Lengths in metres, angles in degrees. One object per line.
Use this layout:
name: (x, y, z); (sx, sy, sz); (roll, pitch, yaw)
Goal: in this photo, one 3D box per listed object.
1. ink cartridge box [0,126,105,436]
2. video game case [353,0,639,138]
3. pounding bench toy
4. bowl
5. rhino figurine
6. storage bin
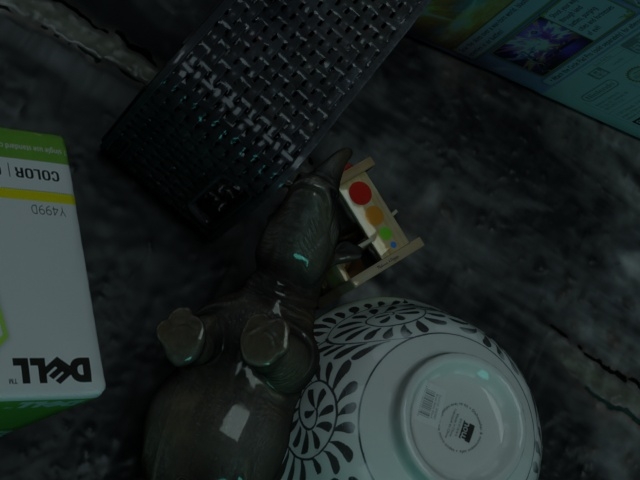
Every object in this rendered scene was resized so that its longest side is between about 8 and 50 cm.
ink cartridge box: (-0.191, 0.079, 0.637); (0.188, 0.097, 0.255); (4, 68, -46)
video game case: (0.177, -0.160, 0.813); (0.244, 0.269, 0.061); (21, 67, -17)
pounding bench toy: (0.000, 0.000, 0.810); (0.083, 0.052, 0.065); (-31, 88, -28)
bowl: (0.060, 0.104, 0.791); (0.170, 0.080, 0.170); (7, 71, -23)
rhino figurine: (-0.039, 0.060, 0.730); (0.073, 0.106, 0.243); (22, 80, 14)
storage bin: (-0.024, -0.099, 0.790); (0.084, 0.122, 0.180); (42, 63, -8)
